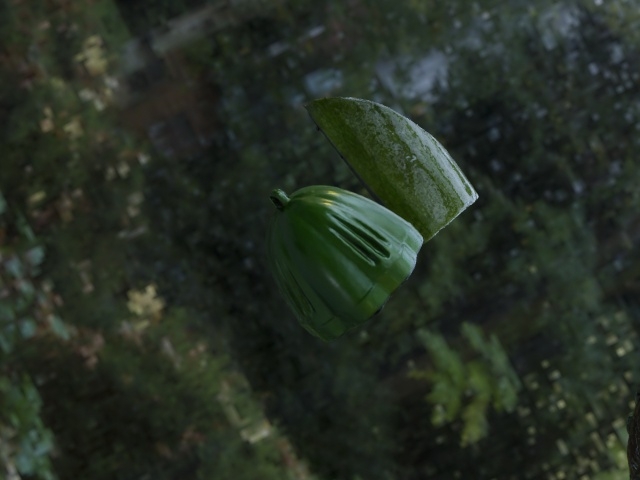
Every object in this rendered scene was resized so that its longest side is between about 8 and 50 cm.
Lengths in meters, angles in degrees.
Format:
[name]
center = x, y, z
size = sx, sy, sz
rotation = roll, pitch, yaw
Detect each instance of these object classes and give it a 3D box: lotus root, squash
[lotus root]
center = 0.000, 0.000, 1.795
size = 0.186, 0.186, 0.186
rotation = 63, -3, 6
[squash]
center = 0.108, -0.128, 2.142
size = 0.252, 0.093, 0.169
rotation = 51, 26, 2

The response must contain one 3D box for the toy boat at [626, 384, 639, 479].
[toy boat]
center = 0.316, 0.123, 1.252
size = 0.108, 0.099, 0.293
rotation = 42, -56, 20
